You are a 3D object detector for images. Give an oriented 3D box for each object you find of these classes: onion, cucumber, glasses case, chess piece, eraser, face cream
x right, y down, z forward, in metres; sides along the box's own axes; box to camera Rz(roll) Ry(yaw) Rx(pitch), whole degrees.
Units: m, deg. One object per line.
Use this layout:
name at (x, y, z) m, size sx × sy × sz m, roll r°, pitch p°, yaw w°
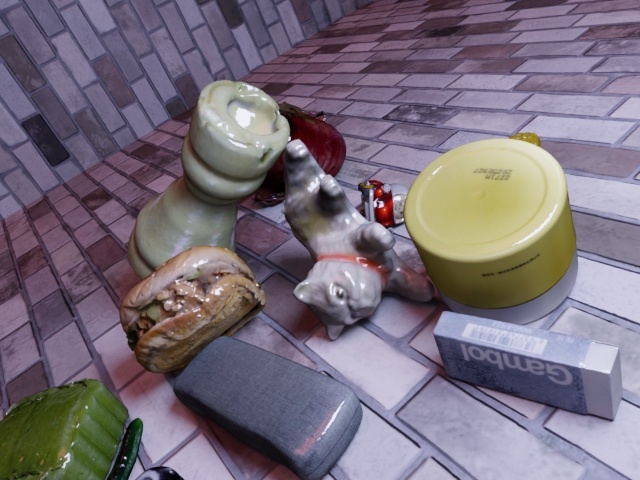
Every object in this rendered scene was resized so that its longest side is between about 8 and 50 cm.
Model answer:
onion at (-0.113, -0.215, 1.335) m, size 0.347 × 0.285 × 0.347 m, roll 13°, pitch 16°, yaw -4°
cucumber at (-0.308, 0.356, 0.793) m, size 0.036 × 0.033 × 0.184 m, roll 0°, pitch 37°, yaw 6°
glasses case at (-0.089, 0.236, 0.774) m, size 0.323 × 0.074 × 0.131 m, roll 9°, pitch 44°, yaw 44°
chess piece at (-0.222, -0.091, 1.022) m, size 0.442 × 0.234 × 0.234 m, roll -49°, pitch 10°, yaw 43°
eraser at (0.249, 0.150, 0.642) m, size 0.212 × 0.092 × 0.046 m, roll 6°, pitch 42°, yaw 41°
face cream at (0.249, -0.011, 0.752) m, size 0.218 × 0.179 × 0.218 m, roll -17°, pitch 47°, yaw 19°

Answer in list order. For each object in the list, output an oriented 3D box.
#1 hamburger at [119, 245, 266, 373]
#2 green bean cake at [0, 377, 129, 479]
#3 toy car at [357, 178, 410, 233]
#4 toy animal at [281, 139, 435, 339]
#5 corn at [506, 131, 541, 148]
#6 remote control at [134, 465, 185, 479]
hamburger at (-0.224, 0.123, 0.908) m, size 0.243 × 0.286 × 0.146 m, roll -13°, pitch 59°, yaw -43°
green bean cake at (-0.440, 0.337, 0.836) m, size 0.214 × 0.113 × 0.200 m, roll -20°, pitch 32°, yaw 10°
toy car at (0.139, -0.078, 1.070) m, size 0.112 × 0.112 × 0.139 m, roll -8°, pitch 23°, yaw 1°
toy animal at (0.000, 0.000, 0.878) m, size 0.188 × 0.308 × 0.266 m, roll -40°, pitch 28°, yaw 2°
corn at (0.370, -0.119, 0.963) m, size 0.097 × 0.097 × 0.262 m, roll -5°, pitch 37°, yaw 31°
remote control at (-0.296, 0.403, 0.678) m, size 0.266 × 0.066 × 0.090 m, roll -37°, pitch 29°, yaw -18°
